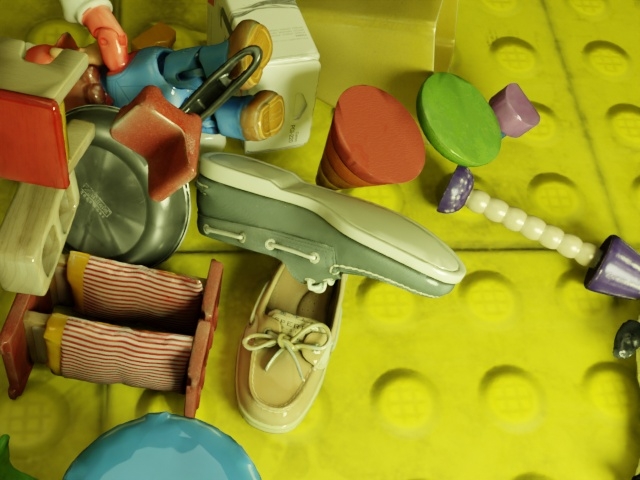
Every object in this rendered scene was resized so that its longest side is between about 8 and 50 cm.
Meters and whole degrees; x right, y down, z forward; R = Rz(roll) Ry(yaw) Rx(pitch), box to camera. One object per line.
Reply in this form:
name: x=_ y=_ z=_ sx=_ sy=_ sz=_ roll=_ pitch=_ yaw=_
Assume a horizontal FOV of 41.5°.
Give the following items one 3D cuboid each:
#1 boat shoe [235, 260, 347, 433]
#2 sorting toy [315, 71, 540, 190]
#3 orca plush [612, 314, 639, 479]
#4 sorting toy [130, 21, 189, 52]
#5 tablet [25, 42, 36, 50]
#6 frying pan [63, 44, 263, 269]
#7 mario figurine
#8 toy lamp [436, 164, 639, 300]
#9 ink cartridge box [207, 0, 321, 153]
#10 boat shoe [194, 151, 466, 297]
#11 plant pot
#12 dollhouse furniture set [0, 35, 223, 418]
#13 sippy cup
boat shoe: x=-0.026 y=0.073 z=0.948 sx=0.104 sy=0.089 sz=0.285 roll=15 pitch=57 yaw=-1
sorting toy: x=0.122 y=-0.119 z=1.041 sx=0.365 sy=0.126 sz=0.127 roll=-17 pitch=77 yaw=-42
orca plush: x=0.409 y=0.156 z=0.947 sx=0.151 sy=0.102 sz=0.287 roll=42 pitch=58 yaw=-8
sorting toy: x=-0.255 y=-0.158 z=1.085 sx=0.229 sy=0.041 sz=0.307 roll=36 pitch=56 yaw=14
tablet: x=-0.387 y=-0.226 z=1.118 sx=0.054 sy=0.006 sz=0.083 roll=22 pitch=57 yaw=4
frying pan: x=-0.180 y=-0.064 z=0.906 sx=0.326 sy=0.197 sz=0.053 roll=-14 pitch=16 yaw=23
mario figurine: x=-0.198 y=-0.197 z=0.981 sx=0.320 sy=0.170 sz=0.198 roll=5 pitch=93 yaw=18
toy lamp: x=0.283 y=-0.006 z=1.065 sx=0.274 sy=0.080 sz=0.080 roll=26 pitch=57 yaw=9
ink cartridge box: x=-0.079 y=-0.243 z=1.084 sx=0.092 sy=0.159 sz=0.218 roll=-12 pitch=56 yaw=-16
boat shoe: x=0.000 y=0.000 z=0.909 sx=0.319 sy=0.099 sz=0.116 roll=24 pitch=19 yaw=20
plant pot: x=0.078 y=-0.284 z=1.134 sx=0.187 sy=0.212 sz=0.212 roll=10 pitch=56 yaw=12
dollhouse furniture set: x=-0.197 y=0.017 z=0.788 sx=0.201 sy=0.374 sz=0.152 roll=9 pitch=53 yaw=-3
sippy cup: x=-0.137 y=0.262 z=0.732 sx=0.305 sy=0.224 sz=0.240 roll=-8 pitch=60 yaw=-15
